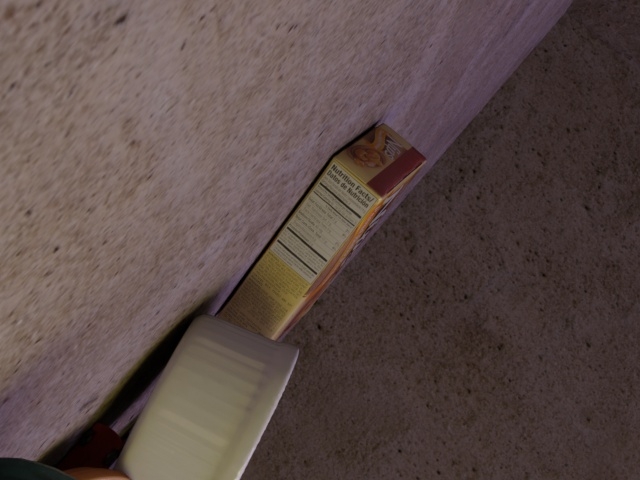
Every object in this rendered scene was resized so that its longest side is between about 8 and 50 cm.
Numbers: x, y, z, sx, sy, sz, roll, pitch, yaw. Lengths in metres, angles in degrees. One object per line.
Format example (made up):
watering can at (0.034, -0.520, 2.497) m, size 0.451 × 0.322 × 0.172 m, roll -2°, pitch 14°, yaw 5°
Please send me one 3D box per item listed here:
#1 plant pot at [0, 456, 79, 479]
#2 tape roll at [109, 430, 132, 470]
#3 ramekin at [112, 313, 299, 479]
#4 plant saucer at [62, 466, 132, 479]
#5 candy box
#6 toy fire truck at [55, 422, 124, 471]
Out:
plant pot at (-0.281, 0.382, 0.815) m, size 0.334 × 0.341 × 0.341 m, roll -32°, pitch 163°, yaw -49°
tape roll at (-0.232, 0.367, 1.705) m, size 0.080 × 0.189 × 0.189 m, roll -44°, pitch 172°, yaw -43°
ramekin at (-0.146, 0.224, 1.431) m, size 0.277 × 0.135 × 0.277 m, roll -62°, pitch -178°, yaw 4°
plant saucer at (-0.296, 0.315, 1.289) m, size 0.200 × 0.037 × 0.200 m, roll -29°, pitch 150°, yaw -18°
candy box at (0.000, 0.000, 1.598) m, size 0.316 × 0.087 × 0.183 m, roll -53°, pitch 174°, yaw 30°
toy fire truck at (-0.310, 0.309, 1.410) m, size 0.192 × 0.047 × 0.135 m, roll -49°, pitch 175°, yaw -16°
